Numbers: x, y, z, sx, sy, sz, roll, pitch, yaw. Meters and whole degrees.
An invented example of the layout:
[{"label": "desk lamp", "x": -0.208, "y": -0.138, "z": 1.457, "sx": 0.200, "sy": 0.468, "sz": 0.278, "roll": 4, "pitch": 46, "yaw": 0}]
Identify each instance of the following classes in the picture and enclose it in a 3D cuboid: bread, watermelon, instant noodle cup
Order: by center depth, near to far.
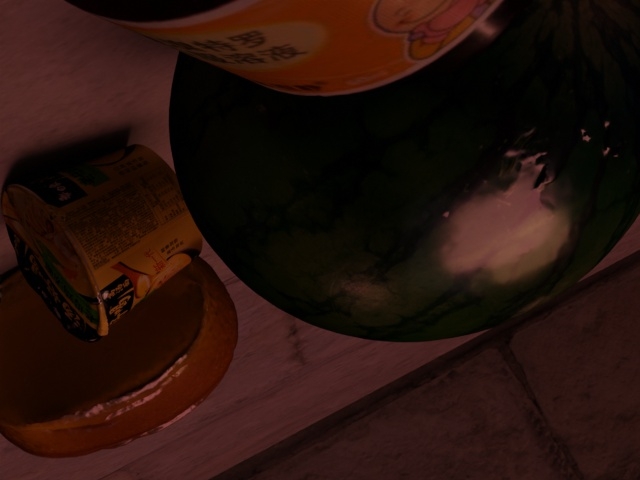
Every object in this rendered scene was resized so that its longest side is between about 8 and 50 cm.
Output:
[{"label": "watermelon", "x": 0.067, "y": -0.095, "z": 0.939, "sx": 0.363, "sy": 0.363, "sz": 0.363, "roll": -27, "pitch": 165, "yaw": -8}, {"label": "instant noodle cup", "x": -0.182, "y": -0.007, "z": 1.165, "sx": 0.122, "sy": 0.151, "sz": 0.151, "roll": -35, "pitch": 170, "yaw": -29}, {"label": "bread", "x": -0.216, "y": 0.100, "z": 1.340, "sx": 0.270, "sy": 0.195, "sz": 0.142, "roll": -25, "pitch": 159, "yaw": 0}]

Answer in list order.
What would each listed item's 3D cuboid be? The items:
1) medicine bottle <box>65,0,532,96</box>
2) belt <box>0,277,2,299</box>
[{"label": "medicine bottle", "x": -0.072, "y": -0.206, "z": 0.538, "sx": 0.242, "sy": 0.242, "sz": 0.395, "roll": -36, "pitch": 151, "yaw": 26}, {"label": "belt", "x": -0.357, "y": 0.078, "z": 0.931, "sx": 0.295, "sy": 0.160, "sz": 0.206, "roll": -37, "pitch": 163, "yaw": -40}]
